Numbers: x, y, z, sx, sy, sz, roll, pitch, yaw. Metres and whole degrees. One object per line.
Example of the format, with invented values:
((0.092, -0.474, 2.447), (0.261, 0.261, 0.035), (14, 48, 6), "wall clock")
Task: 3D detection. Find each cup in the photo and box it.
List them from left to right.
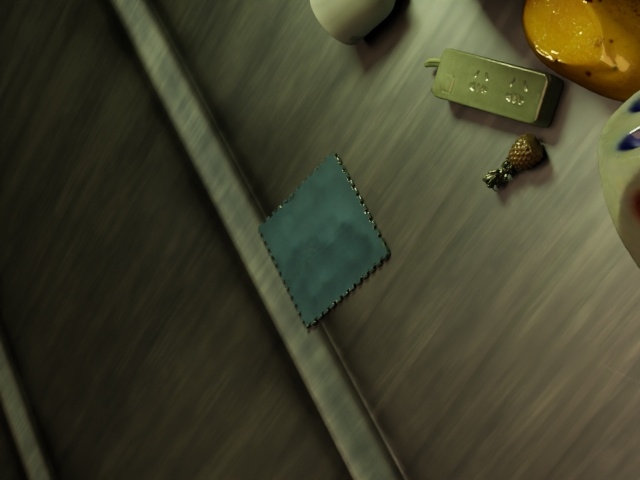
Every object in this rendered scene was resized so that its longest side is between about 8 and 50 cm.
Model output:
((0.082, -0.477, 2.077), (0.142, 0.173, 0.134), (-36, 95, 33), "cup")

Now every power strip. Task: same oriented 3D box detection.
((0.288, -0.277, 1.904), (0.288, 0.053, 0.093), (23, 102, 40), "power strip")

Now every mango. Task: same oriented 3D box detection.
((0.441, -0.314, 1.674), (0.290, 0.191, 0.160), (55, 128, 36), "mango")

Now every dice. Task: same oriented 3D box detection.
((0.545, -0.085, 1.471), (0.251, 0.243, 0.259), (-22, 113, 39), "dice")

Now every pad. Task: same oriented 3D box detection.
((0.000, 0.000, 2.170), (0.270, 0.012, 0.269), (-43, 60, 32), "pad")

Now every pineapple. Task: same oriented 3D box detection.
((0.326, -0.133, 1.859), (0.124, 0.058, 0.058), (-36, 63, 40), "pineapple")
